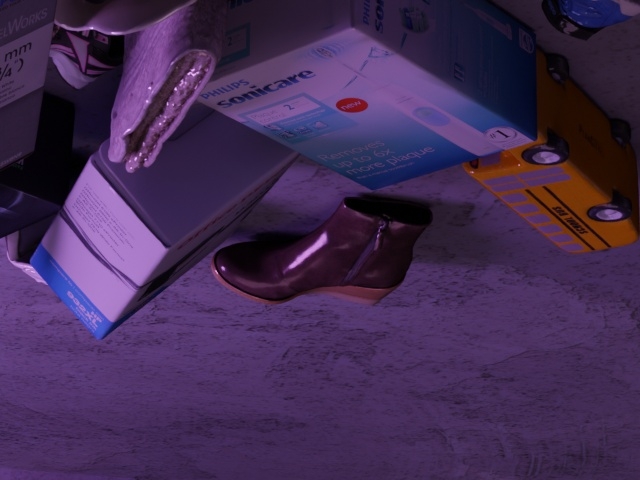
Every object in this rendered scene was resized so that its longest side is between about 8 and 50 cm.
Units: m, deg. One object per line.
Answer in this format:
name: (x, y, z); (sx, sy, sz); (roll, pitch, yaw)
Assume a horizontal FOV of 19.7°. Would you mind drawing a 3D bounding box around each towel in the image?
towel: (-0.139, -0.190, 1.692); (0.049, 0.187, 0.282); (12, 155, -17)

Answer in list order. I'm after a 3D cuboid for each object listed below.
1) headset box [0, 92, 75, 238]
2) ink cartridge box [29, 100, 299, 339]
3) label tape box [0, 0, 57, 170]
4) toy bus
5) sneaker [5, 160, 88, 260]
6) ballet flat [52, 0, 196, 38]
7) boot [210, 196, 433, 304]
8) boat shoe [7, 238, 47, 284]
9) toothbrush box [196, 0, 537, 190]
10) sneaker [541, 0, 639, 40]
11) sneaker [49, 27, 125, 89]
headset box: (-0.440, -0.094, 2.020); (0.246, 0.131, 0.283); (21, 151, -39)
ink cartridge box: (-0.164, -0.044, 1.982); (0.223, 0.129, 0.307); (-39, 177, -28)
label tape box: (-0.324, -0.235, 1.483); (0.106, 0.240, 0.333); (-32, 154, -36)
toy bus: (0.255, -0.092, 2.020); (0.130, 0.108, 0.333); (-9, 156, 29)
sneaker: (-0.327, -0.033, 2.233); (0.118, 0.083, 0.222); (-12, 171, -11)
ballet flat: (-0.148, -0.272, 1.497); (0.182, 0.164, 0.483); (45, 144, -17)
boot: (0.000, 0.000, 2.334); (0.248, 0.090, 0.207); (8, 145, -13)
boat shoe: (-0.281, 0.003, 2.315); (0.267, 0.096, 0.088); (-5, 163, 37)
toothbrush box: (0.044, -0.174, 1.803); (0.216, 0.126, 0.295); (-16, 151, 36)
sneaker: (0.233, -0.233, 1.732); (0.084, 0.058, 0.152); (-29, 151, 37)
sneaker: (-0.246, -0.214, 1.819); (0.077, 0.072, 0.178); (-19, 161, 15)
